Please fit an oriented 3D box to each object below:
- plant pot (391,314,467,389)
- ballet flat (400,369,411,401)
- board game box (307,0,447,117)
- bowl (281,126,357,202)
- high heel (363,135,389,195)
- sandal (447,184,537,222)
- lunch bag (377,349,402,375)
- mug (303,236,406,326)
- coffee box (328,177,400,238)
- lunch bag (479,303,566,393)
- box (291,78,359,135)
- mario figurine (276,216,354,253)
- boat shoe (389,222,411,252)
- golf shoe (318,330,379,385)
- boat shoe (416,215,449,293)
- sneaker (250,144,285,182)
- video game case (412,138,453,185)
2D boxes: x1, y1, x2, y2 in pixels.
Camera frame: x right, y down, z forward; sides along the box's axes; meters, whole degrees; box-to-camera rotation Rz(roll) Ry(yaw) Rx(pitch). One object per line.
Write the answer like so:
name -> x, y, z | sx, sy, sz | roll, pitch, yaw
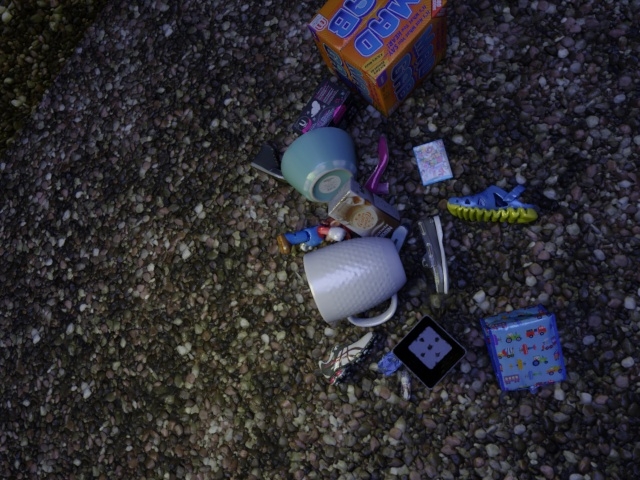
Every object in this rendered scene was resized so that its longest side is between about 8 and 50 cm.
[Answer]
plant pot -> 0.396, 0.395, 1.627 | 0.187, 0.167, 0.188 | 43, 95, 16
ballet flat -> 0.324, 0.551, 1.691 | 0.041, 0.041, 0.114 | -5, 81, 15
board game box -> 0.233, -0.776, 1.737 | 0.356, 0.356, 0.356 | -47, 74, 5
bowl -> 0.020, -0.263, 1.730 | 0.312, 0.311, 0.163 | -32, 56, 9
high heel -> 0.218, -0.300, 1.820 | 0.117, 0.082, 0.243 | -1, 95, 5
sandal -> 0.637, -0.142, 1.670 | 0.318, 0.126, 0.138 | 4, 80, 7
lunch bag -> 0.263, 0.468, 1.705 | 0.098, 0.065, 0.067 | -47, 73, 4
mug -> 0.154, 0.167, 1.683 | 0.329, 0.276, 0.373 | -20, 113, 6
coffee box -> 0.168, -0.106, 1.710 | 0.247, 0.098, 0.141 | 31, 122, -19
lunch bag -> 0.715, 0.399, 1.561 | 0.221, 0.138, 0.292 | -16, 95, 9
box -> 0.022, -0.509, 1.859 | 0.142, 0.163, 0.247 | 36, 92, 20
mario figurine -> 0.000, 0.000, 1.779 | 0.321, 0.170, 0.198 | -17, 36, -9
boat shoe -> 0.301, 0.014, 1.765 | 0.065, 0.083, 0.183 | 36, 119, 17
golf shoe -> 0.108, 0.436, 1.735 | 0.273, 0.105, 0.120 | -46, 67, 4
boat shoe -> 0.429, 0.057, 1.700 | 0.091, 0.109, 0.304 | -9, 74, 14
sneaker -> -0.192, -0.334, 1.933 | 0.222, 0.083, 0.118 | 27, 89, 18
video game case -> 0.450, -0.312, 1.792 | 0.119, 0.015, 0.166 | -15, 79, 12
